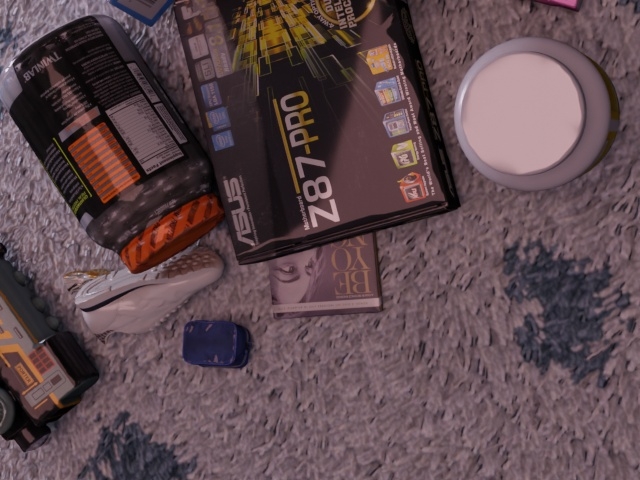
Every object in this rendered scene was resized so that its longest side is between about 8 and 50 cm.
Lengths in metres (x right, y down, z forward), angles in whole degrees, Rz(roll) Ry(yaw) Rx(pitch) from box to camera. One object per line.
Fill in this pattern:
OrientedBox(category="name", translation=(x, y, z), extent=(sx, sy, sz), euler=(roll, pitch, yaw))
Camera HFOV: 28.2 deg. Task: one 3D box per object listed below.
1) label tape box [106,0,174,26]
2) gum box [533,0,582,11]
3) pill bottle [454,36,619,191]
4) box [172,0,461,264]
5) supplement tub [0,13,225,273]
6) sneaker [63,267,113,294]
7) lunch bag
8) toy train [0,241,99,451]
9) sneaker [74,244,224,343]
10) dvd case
OrientedBox(category="label tape box", translation=(-0.269, -0.507, 1.819), extent=(0.240, 0.106, 0.333), euler=(-45, 58, 15))
OrientedBox(category="gum box", translation=(0.318, -0.401, 1.697), extent=(0.107, 0.062, 0.188), euler=(20, 100, 14))
OrientedBox(category="pill bottle", translation=(0.271, -0.158, 1.593), extent=(0.188, 0.334, 0.188), euler=(1, 95, 16))
OrientedBox(category="box", translation=(-0.007, -0.193, 1.786), extent=(0.318, 0.097, 0.395), euler=(-14, 87, 19))
OrientedBox(category="supplement tub", translation=(-0.292, -0.134, 1.824), extent=(0.207, 0.207, 0.338), euler=(-34, 85, 16))
OrientedBox(category="sneaker", translation=(-0.352, 0.065, 1.956), extent=(0.083, 0.032, 0.037), euler=(-3, 111, 19))
OrientedBox(category="lunch bag", translation=(-0.149, 0.154, 1.884), extent=(0.098, 0.065, 0.067), euler=(2, 80, 17))
OrientedBox(category="toy train", translation=(-0.491, 0.155, 1.954), extent=(0.190, 0.142, 0.334), euler=(-37, 83, 4))
OrientedBox(category="sneaker", translation=(-0.245, 0.081, 1.904), extent=(0.235, 0.090, 0.095), euler=(-18, 113, 13))
OrientedBox(category="dvd case", translation=(0.000, 0.000, 1.851), extent=(0.164, 0.018, 0.221), euler=(-4, 94, 16))
